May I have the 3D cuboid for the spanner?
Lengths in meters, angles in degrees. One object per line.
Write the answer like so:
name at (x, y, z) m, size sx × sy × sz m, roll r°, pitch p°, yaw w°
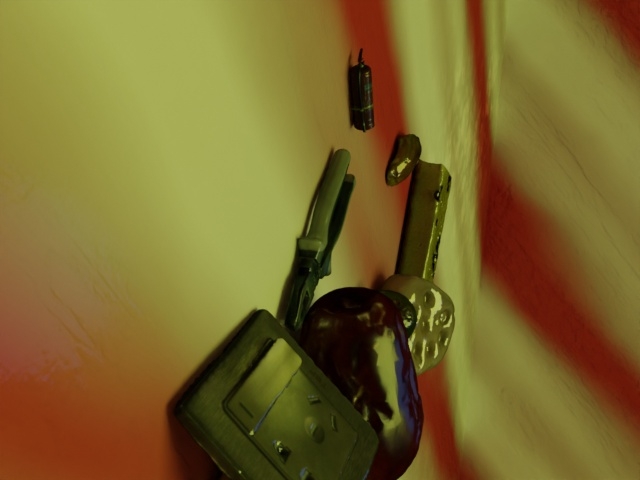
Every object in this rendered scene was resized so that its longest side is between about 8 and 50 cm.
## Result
spanner at (0.000, 0.000, 1.278) m, size 0.096 × 0.040 × 0.325 m, roll 74°, pitch 29°, yaw -50°

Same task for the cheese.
cheese at (0.189, 0.183, 1.750) m, size 0.218 × 0.117 × 0.235 m, roll -53°, pitch 128°, yaw -32°

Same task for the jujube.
jujube at (0.057, 0.235, 1.290) m, size 0.223 × 0.223 × 0.318 m, roll -49°, pitch 139°, yaw -59°

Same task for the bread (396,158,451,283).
bread at (0.241, 0.001, 1.945) m, size 0.138 × 0.077 × 0.361 m, roll 37°, pitch 62°, yaw -68°

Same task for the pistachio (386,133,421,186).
pistachio at (0.183, -0.176, 1.745) m, size 0.173 × 0.049 × 0.089 m, roll -59°, pitch 150°, yaw -51°

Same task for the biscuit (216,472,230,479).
biscuit at (-0.089, 0.338, 1.142) m, size 0.309 × 0.040 × 0.204 m, roll 1°, pitch 96°, yaw -72°

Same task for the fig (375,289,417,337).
fig at (0.117, 0.182, 1.612) m, size 0.117 × 0.117 × 0.177 m, roll -49°, pitch 164°, yaw -59°

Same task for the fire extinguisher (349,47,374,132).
fire extinguisher at (0.069, -0.251, 1.390) m, size 0.056 × 0.039 × 0.132 m, roll -74°, pitch 162°, yaw -52°

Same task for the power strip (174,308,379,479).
power strip at (-0.055, 0.240, 1.030) m, size 0.251 × 0.092 × 0.257 m, roll 54°, pitch 30°, yaw -8°
